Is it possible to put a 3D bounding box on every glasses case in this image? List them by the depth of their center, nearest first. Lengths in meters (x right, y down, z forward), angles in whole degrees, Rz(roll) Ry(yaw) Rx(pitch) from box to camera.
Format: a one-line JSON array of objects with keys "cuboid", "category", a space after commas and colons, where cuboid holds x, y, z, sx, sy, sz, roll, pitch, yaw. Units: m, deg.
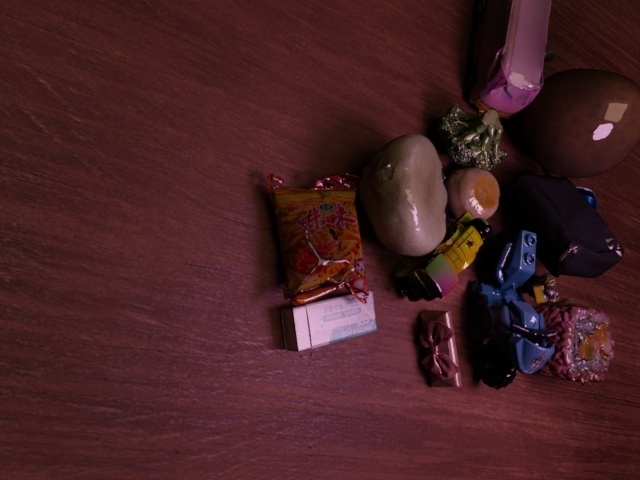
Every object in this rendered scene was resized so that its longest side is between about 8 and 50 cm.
[{"cuboid": [0.287, 0.266, 1.633, 0.070, 0.102, 0.193, -9, 91, -31], "category": "glasses case"}]

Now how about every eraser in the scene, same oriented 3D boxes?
[{"cuboid": [0.022, 0.171, 1.473, 0.225, 0.052, 0.095, -8, 92, -38], "category": "eraser"}]

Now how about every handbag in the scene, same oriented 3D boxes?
[{"cuboid": [0.628, -0.027, 1.835, 0.275, 0.178, 0.302, -3, 52, -37], "category": "handbag"}]

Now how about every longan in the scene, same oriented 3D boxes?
[{"cuboid": [0.705, -0.318, 1.829, 0.319, 0.319, 0.319, 5, 82, -37], "category": "longan"}]

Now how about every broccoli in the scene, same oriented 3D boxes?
[{"cuboid": [0.384, -0.262, 1.729, 0.195, 0.156, 0.195, 16, 63, -34], "category": "broccoli"}]

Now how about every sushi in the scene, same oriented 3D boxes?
[{"cuboid": [0.691, 0.277, 1.896, 0.270, 0.171, 0.236, 5, 81, -39], "category": "sushi"}]

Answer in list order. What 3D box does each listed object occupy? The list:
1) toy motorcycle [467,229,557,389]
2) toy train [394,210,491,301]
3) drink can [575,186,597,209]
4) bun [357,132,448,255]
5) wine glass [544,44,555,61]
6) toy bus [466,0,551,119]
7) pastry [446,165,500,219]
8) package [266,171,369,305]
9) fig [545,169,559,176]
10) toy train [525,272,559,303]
[{"cuboid": [0.497, 0.170, 1.719, 0.172, 0.232, 0.416, 15, 75, -23], "category": "toy motorcycle"}, {"cuboid": [0.303, 0.037, 1.636, 0.296, 0.160, 0.100, -42, 103, -33], "category": "toy train"}, {"cuboid": [0.751, -0.050, 2.010, 0.118, 0.118, 0.205, 27, 69, -32], "category": "drink can"}, {"cuboid": [0.178, -0.097, 1.554, 0.283, 0.179, 0.283, 19, 68, -57], "category": "bun"}, {"cuboid": [0.598, -0.474, 1.974, 0.074, 0.074, 0.262, 51, 61, -21], "category": "wine glass"}, {"cuboid": [0.510, -0.530, 1.829, 0.171, 0.162, 0.386, 14, 76, -16], "category": "toy bus"}, {"cuboid": [0.395, -0.121, 1.767, 0.156, 0.092, 0.156, 9, 73, -33], "category": "pastry"}, {"cuboid": [-0.006, -0.001, 1.443, 0.223, 0.108, 0.288, -1, 78, -32], "category": "package"}, {"cuboid": [0.725, -0.236, 2.001, 0.119, 0.153, 0.119, 0, 91, -14], "category": "fig"}, {"cuboid": [0.602, 0.129, 1.849, 0.202, 0.081, 0.060, -20, 97, -75], "category": "toy train"}]
